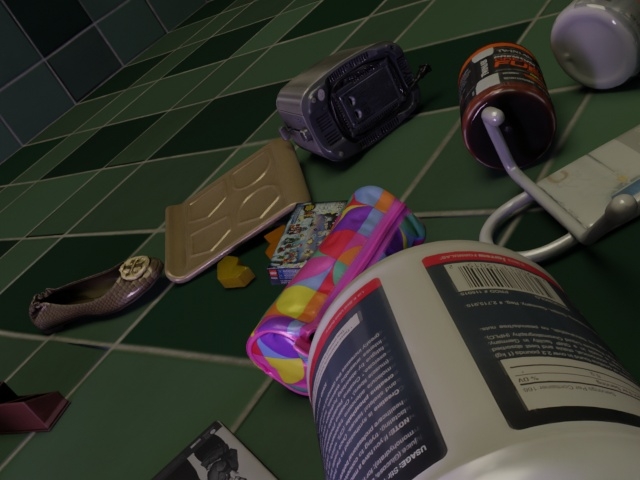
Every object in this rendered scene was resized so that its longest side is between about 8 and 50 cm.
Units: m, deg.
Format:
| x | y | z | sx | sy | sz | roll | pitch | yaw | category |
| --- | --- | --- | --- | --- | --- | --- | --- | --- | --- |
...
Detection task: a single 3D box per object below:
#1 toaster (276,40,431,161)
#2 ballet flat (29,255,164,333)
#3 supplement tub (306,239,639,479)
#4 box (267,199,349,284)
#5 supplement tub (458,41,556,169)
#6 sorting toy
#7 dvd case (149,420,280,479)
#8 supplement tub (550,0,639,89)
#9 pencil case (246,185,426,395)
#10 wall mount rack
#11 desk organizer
| x | y | z | sx | sy | sz | roll | pitch | yaw | category |
| --- | --- | --- | --- | --- | --- | --- | --- | --- | --- |
| 0.042 | -0.218 | 1.143 | 0.227 | 0.129 | 0.146 | -38 | 25 | -17 | toaster |
| -0.335 | 0.073 | 1.102 | 0.249 | 0.058 | 0.084 | -20 | 29 | 26 | ballet flat |
| 0.099 | 0.136 | 0.418 | 0.191 | 0.191 | 0.272 | -28 | 27 | 6 | supplement tub |
| 0.000 | 0.000 | 0.903 | 0.093 | 0.027 | 0.137 | -2 | 36 | 17 | box |
| 0.219 | -0.174 | 0.911 | 0.106 | 0.106 | 0.198 | -21 | 29 | 20 | supplement tub |
| -0.117 | -0.020 | 1.077 | 0.229 | 0.041 | 0.307 | -30 | 33 | 8 | sorting toy |
| -0.097 | 0.255 | 0.596 | 0.179 | 0.030 | 0.238 | -40 | 29 | -17 | dvd case |
| 0.376 | -0.280 | 0.917 | 0.190 | 0.117 | 0.117 | -45 | 30 | -25 | supplement tub |
| 0.022 | 0.046 | 0.752 | 0.104 | 0.104 | 0.236 | -7 | 36 | 39 | pencil case |
| 0.297 | -0.091 | 0.666 | 0.350 | 0.130 | 0.304 | -30 | 27 | 4 | wall mount rack |
| -0.381 | 0.206 | 0.942 | 0.130 | 0.050 | 0.047 | -12 | 33 | 33 | desk organizer |
